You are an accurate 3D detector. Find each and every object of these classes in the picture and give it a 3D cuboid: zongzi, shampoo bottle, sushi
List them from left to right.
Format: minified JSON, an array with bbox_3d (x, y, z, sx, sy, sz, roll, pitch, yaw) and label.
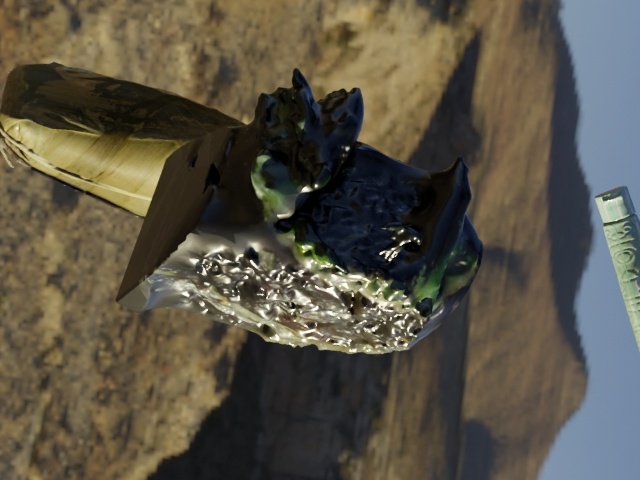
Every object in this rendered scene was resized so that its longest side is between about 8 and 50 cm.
[{"bbox_3d":[-0.158,-0.093,1.036,0.197,0.194,0.099,-21,-129,62],"label":"zongzi"},{"bbox_3d":[0.000,0.000,0.375,0.084,0.083,0.056,-32,-146,49],"label":"sushi"},{"bbox_3d":[0.329,0.038,1.313,0.069,0.041,0.191,-22,94,-49],"label":"shampoo bottle"}]
